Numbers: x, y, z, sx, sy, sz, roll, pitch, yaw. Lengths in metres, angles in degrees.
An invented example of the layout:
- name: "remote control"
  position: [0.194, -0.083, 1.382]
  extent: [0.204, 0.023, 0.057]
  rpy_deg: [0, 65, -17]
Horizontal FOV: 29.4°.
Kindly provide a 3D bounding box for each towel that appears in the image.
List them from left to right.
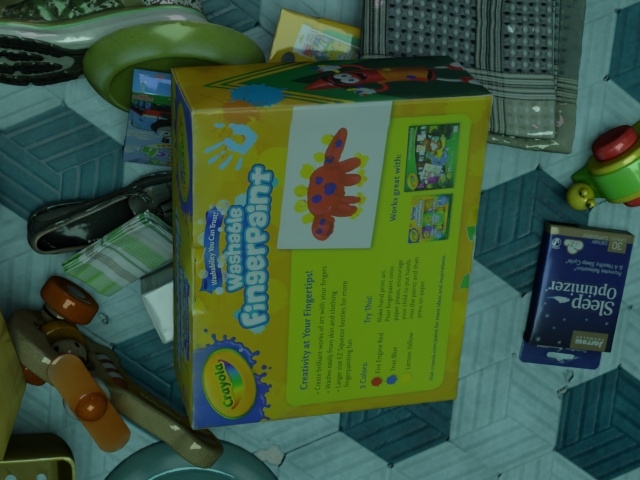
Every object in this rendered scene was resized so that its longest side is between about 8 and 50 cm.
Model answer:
- name: "towel"
  position: [-0.268, 0.024, 1.702]
  extent: [0.152, 0.023, 0.113]
  rpy_deg: [-32, 143, 14]
- name: "towel"
  position: [0.213, -0.289, 1.672]
  extent: [0.324, 0.056, 0.312]
  rpy_deg: [8, 75, -14]

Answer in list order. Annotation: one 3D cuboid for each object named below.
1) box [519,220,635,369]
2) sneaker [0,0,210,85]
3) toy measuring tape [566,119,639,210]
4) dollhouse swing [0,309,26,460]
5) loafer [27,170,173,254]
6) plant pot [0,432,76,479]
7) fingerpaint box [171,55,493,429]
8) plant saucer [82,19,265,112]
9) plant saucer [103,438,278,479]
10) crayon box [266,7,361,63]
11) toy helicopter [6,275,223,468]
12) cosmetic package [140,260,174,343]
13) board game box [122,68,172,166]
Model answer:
- name: "box"
  position: [0.389, 0.090, 1.859]
  extent: [0.136, 0.036, 0.225]
  rpy_deg: [7, 103, -10]
- name: "sneaker"
  position: [-0.340, -0.315, 1.630]
  extent: [0.410, 0.158, 0.182]
  rpy_deg: [0, 71, -7]
- name: "toy measuring tape"
  position: [0.503, -0.144, 1.783]
  extent: [0.330, 0.121, 0.121]
  rpy_deg: [-35, 105, 0]
- name: "dollhouse swing"
  position: [-0.598, 0.212, 1.500]
  extent: [0.346, 0.305, 0.315]
  rpy_deg: [7, 135, 14]
- name: "loafer"
  position: [-0.276, -0.026, 1.702]
  extent: [0.267, 0.084, 0.096]
  rpy_deg: [-15, 111, -5]
- name: "plant pot"
  position: [-0.444, 0.375, 1.715]
  extent: [0.212, 0.187, 0.212]
  rpy_deg: [-2, 102, -8]
- name: "fingerpaint box"
  position: [0.000, 0.000, 1.571]
  extent: [0.371, 0.163, 0.445]
  rpy_deg: [-5, 119, -14]
- name: "plant saucer"
  position: [-0.191, -0.213, 1.605]
  extent: [0.241, 0.241, 0.037]
  rpy_deg: [-2, 71, -8]
- name: "plant saucer"
  position: [-0.197, 0.453, 1.846]
  extent: [0.317, 0.044, 0.318]
  rpy_deg: [-2, 103, -8]
- name: "crayon box"
  position: [0.068, -0.190, 1.722]
  extent: [0.323, 0.083, 0.203]
  rpy_deg: [14, 99, -12]
- name: "toy helicopter"
  position: [-0.281, 0.210, 1.679]
  extent: [0.355, 0.235, 0.140]
  rpy_deg: [36, 95, -14]
- name: "cosmetic package"
  position: [-0.137, 0.049, 1.727]
  extent: [0.231, 0.117, 0.085]
  rpy_deg: [-25, 104, -4]
- name: "board game box"
  position: [-0.179, -0.154, 1.634]
  extent: [0.160, 0.211, 0.039]
  rpy_deg: [7, 69, -10]
